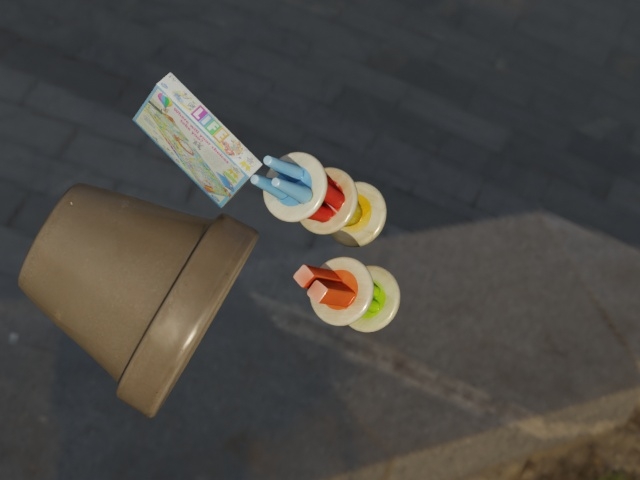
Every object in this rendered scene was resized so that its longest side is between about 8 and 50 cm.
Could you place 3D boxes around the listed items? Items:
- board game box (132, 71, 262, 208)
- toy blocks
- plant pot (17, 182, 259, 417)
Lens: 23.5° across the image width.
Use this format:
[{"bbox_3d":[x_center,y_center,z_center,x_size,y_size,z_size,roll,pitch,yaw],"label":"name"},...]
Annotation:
[{"bbox_3d":[-0.149,-0.118,1.837,0.154,0.103,0.026,45,59,-2],"label":"board game box"},{"bbox_3d":[0.000,0.000,1.131,0.148,0.054,0.123,21,56,-60],"label":"toy blocks"},{"bbox_3d":[-0.236,0.050,1.875,0.229,0.263,0.263,29,32,-1],"label":"plant pot"}]
